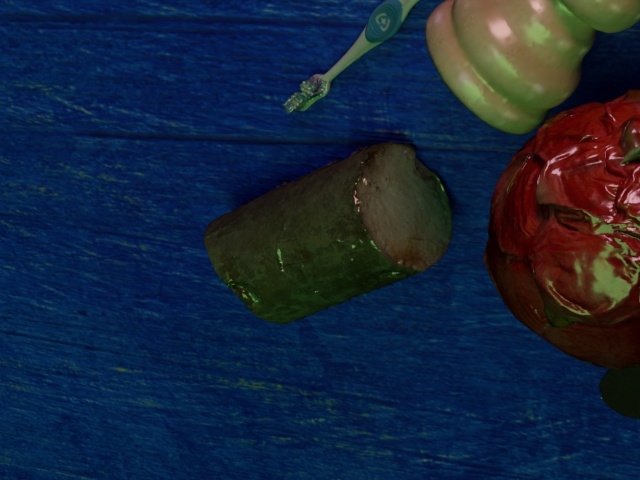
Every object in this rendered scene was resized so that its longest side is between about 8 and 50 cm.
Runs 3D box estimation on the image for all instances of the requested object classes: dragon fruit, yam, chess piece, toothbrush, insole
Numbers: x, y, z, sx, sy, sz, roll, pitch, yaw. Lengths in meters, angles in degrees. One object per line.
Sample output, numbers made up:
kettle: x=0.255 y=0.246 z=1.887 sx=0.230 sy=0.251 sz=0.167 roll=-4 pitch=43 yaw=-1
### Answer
dragon fruit: x=0.304 y=-0.009 z=1.545 sx=0.277 sy=0.277 sz=0.342 roll=30 pitch=151 yaw=3
yam: x=0.000 y=0.000 z=1.815 sx=0.304 sy=0.168 sz=0.168 roll=-24 pitch=113 yaw=38
chess piece: x=0.258 y=-0.256 z=1.478 sx=0.167 sy=0.167 sz=0.300 roll=42 pitch=127 yaw=-9
toothbrush: x=0.081 y=-0.252 z=1.651 sx=0.040 sy=0.040 sz=0.386 roll=43 pitch=130 yaw=-10
insole: x=0.463 y=0.139 z=1.788 sx=0.111 sy=0.007 sz=0.328 roll=39 pitch=135 yaw=-9
